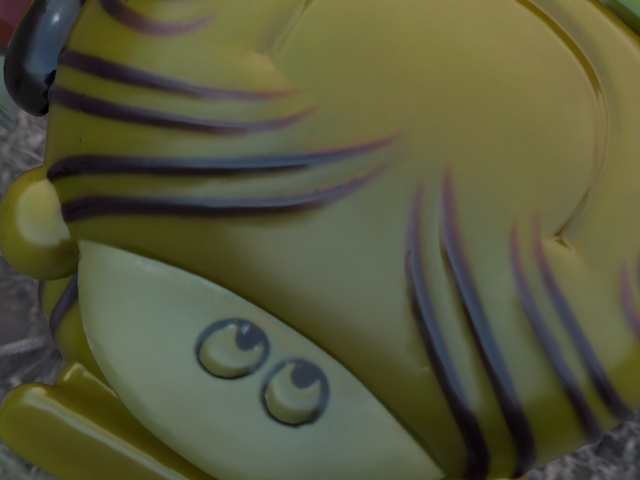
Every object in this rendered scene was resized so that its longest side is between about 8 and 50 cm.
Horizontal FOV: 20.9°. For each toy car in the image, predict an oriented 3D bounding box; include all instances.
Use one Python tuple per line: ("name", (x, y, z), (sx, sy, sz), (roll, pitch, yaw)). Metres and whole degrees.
("toy car", (0.000, 0.000, 0.437), (0.200, 0.248, 0.142), (31, 60, -3))

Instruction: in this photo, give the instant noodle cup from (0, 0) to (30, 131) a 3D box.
("instant noodle cup", (-0.202, -0.194, 0.915), (0.234, 0.235, 0.178), (38, 86, -4))
